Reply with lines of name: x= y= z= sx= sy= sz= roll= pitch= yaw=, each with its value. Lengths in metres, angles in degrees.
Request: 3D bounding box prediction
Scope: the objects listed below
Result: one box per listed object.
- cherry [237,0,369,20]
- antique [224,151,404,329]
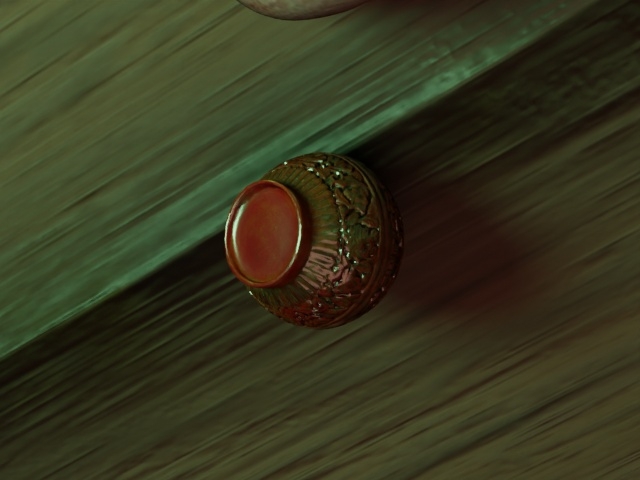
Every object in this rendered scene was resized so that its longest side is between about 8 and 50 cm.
cherry: x=0.005 y=-0.157 z=0.755 sx=0.106 sy=0.087 sz=0.126 roll=26 pitch=118 yaw=-16
antique: x=0.000 y=0.000 z=0.865 sx=0.104 sy=0.104 sz=0.104 roll=-2 pitch=126 yaw=-2
